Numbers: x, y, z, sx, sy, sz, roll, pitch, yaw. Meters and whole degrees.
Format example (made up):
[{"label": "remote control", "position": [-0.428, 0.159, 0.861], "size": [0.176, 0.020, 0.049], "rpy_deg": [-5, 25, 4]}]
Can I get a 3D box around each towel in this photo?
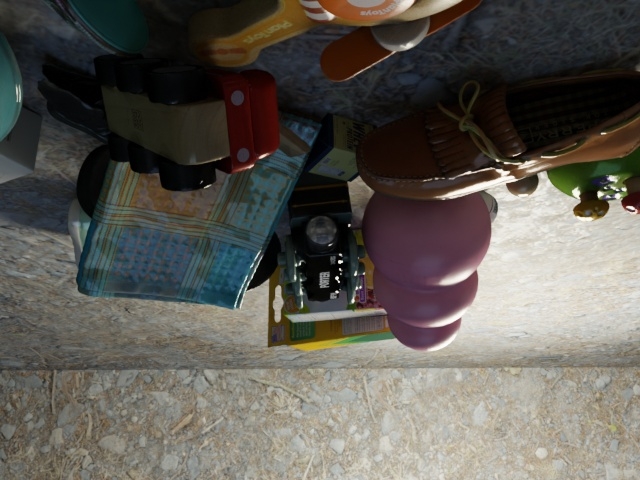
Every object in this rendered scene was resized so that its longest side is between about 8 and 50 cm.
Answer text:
[{"label": "towel", "position": [-0.183, -0.047, 0.929], "size": [0.271, 0.040, 0.370], "rpy_deg": [10, 124, -28]}]

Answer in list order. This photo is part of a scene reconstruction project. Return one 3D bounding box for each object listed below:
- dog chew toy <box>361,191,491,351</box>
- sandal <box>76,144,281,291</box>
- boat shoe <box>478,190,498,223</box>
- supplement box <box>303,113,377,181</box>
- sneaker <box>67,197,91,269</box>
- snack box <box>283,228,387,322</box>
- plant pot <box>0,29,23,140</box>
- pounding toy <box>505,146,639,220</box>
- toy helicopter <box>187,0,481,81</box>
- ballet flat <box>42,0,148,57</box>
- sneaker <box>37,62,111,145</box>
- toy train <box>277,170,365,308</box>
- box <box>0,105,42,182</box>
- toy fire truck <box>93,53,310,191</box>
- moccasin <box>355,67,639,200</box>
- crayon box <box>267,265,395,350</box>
[{"label": "dog chew toy", "position": [0.175, 0.050, 1.066], "size": [0.206, 0.206, 0.332], "rpy_deg": [-2, 123, 4]}, {"label": "sandal", "position": [-0.194, -0.018, 1.065], "size": [0.107, 0.167, 0.446], "rpy_deg": [-2, 161, 35]}, {"label": "boat shoe", "position": [0.200, -0.032, 1.184], "size": [0.084, 0.095, 0.258], "rpy_deg": [23, 138, -38]}, {"label": "supplement box", "position": [0.029, -0.135, 0.938], "size": [0.083, 0.056, 0.083], "rpy_deg": [10, 156, -26]}, {"label": "sneaker", "position": [-0.390, 0.009, 1.230], "size": [0.151, 0.094, 0.256], "rpy_deg": [9, 155, -8]}, {"label": "snack box", "position": [0.031, 0.072, 1.309], "size": [0.207, 0.174, 0.070], "rpy_deg": [-7, 157, 14]}, {"label": "plant pot", "position": [-0.469, -0.109, 0.601], "size": [0.271, 0.255, 0.271], "rpy_deg": [2, 137, 2]}, {"label": "pounding toy", "position": [0.435, -0.086, 1.006], "size": [0.237, 0.110, 0.183], "rpy_deg": [3, 158, -11]}, {"label": "toy helicopter", "position": [0.004, -0.238, 0.632], "size": [0.355, 0.140, 0.235], "rpy_deg": [-6, 170, 43]}, {"label": "ballet flat", "position": [-0.257, -0.260, 0.604], "size": [0.079, 0.077, 0.221], "rpy_deg": [9, 161, 30]}, {"label": "sneaker", "position": [-0.291, -0.173, 0.836], "size": [0.170, 0.051, 0.089], "rpy_deg": [20, 156, -35]}, {"label": "toy train", "position": [0.000, 0.000, 1.101], "size": [0.142, 0.190, 0.334], "rpy_deg": [-5, 160, -1]}, {"label": "box", "position": [-0.494, -0.138, 0.863], "size": [0.170, 0.091, 0.130], "rpy_deg": [-11, 157, 24]}, {"label": "toy fire truck", "position": [-0.104, -0.140, 0.738], "size": [0.246, 0.158, 0.217], "rpy_deg": [-20, -151, -33]}, {"label": "moccasin", "position": [0.232, -0.140, 0.819], "size": [0.380, 0.139, 0.147], "rpy_deg": [-5, 157, 10]}, {"label": "crayon box", "position": [0.035, 0.129, 1.418], "size": [0.323, 0.203, 0.083], "rpy_deg": [-13, 156, 30]}]
